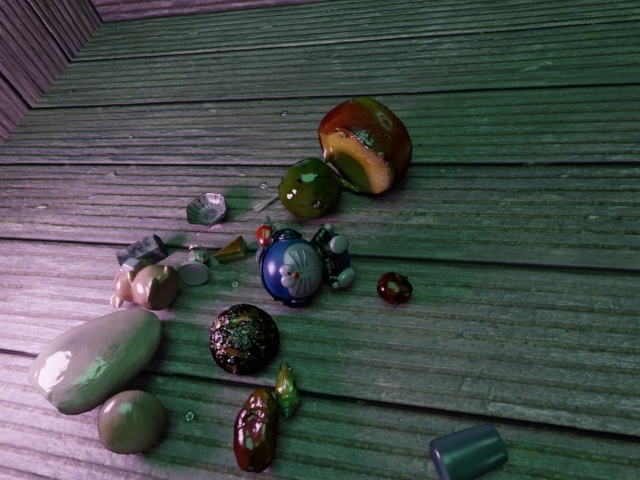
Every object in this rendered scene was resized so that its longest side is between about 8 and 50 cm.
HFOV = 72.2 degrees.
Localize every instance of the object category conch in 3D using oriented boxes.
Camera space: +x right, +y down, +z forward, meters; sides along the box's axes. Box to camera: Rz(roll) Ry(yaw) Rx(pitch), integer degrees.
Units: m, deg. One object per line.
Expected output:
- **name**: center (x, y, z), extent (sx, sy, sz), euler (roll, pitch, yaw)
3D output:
- **conch**: center (-0.102, 0.462, 1.364), extent (0.080, 0.095, 0.200), euler (4, 48, -22)

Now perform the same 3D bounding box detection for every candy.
- **candy**: center (-0.745, 0.372, 1.473), extent (0.427, 0.186, 0.386), euler (-29, 33, -25)

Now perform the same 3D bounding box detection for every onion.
- **onion**: center (0.247, 0.160, 1.488), extent (0.119, 0.118, 0.117), euler (-37, 39, -14)

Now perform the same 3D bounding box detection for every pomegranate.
- **pomegranate**: center (-0.046, -0.215, 1.761), extent (0.254, 0.254, 0.270), euler (-25, 50, -6)

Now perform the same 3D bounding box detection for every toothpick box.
- **toothpick box**: center (0.394, 0.563, 1.162), extent (0.184, 0.120, 0.120), euler (-19, 53, -5)

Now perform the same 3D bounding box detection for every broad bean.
- **broad bean**: center (-0.187, 0.551, 1.283), extent (0.122, 0.156, 0.228), euler (12, 61, -20)

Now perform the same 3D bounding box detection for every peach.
- **peach**: center (0.184, -0.374, 1.754), extent (0.353, 0.339, 0.416), euler (-17, 57, 2)

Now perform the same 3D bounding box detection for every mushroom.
- **mushroom**: center (-0.581, 0.561, 1.370), extent (0.206, 0.209, 0.206), euler (0, 82, 1)

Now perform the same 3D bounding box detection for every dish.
- **dish**: center (-0.482, -0.118, 1.892), extent (0.191, 0.066, 0.190), euler (-6, 55, 8)

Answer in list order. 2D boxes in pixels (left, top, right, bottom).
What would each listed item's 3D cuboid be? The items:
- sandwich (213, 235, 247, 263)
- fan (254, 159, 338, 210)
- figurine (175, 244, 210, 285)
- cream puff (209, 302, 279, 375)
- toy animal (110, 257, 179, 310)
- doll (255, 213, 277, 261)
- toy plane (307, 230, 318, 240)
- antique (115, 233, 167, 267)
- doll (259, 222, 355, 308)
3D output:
- **sandwich**: center (-0.358, 0.038, 1.744), extent (0.117, 0.074, 0.074), euler (-12, 55, 6)
- **fan**: center (-0.109, -0.237, 1.923), extent (0.415, 0.012, 0.233), euler (-29, 53, -12)
- **figurine**: center (-0.494, 0.082, 1.727), extent (0.132, 0.132, 0.153), euler (-12, 40, 4)
- **cream puff**: center (-0.258, 0.322, 1.457), extent (0.239, 0.165, 0.239), euler (-5, 54, 6)
- **toy animal**: center (-0.664, 0.162, 1.636), extent (0.256, 0.213, 0.195), euler (18, 48, 23)
- **doll**: center (-0.213, -0.005, 1.740), extent (0.102, 0.075, 0.227), euler (-13, 62, 16)
- **toy plane**: center (0.000, 0.000, 1.709), extent (0.102, 0.040, 0.111), euler (-10, 54, 8)
- **antique**: center (-0.731, 0.057, 1.808), extent (0.183, 0.088, 0.086), euler (-31, 55, -10)
- **doll**: center (-0.062, 0.088, 1.546), extent (0.310, 0.284, 0.240), euler (-20, 12, -17)
